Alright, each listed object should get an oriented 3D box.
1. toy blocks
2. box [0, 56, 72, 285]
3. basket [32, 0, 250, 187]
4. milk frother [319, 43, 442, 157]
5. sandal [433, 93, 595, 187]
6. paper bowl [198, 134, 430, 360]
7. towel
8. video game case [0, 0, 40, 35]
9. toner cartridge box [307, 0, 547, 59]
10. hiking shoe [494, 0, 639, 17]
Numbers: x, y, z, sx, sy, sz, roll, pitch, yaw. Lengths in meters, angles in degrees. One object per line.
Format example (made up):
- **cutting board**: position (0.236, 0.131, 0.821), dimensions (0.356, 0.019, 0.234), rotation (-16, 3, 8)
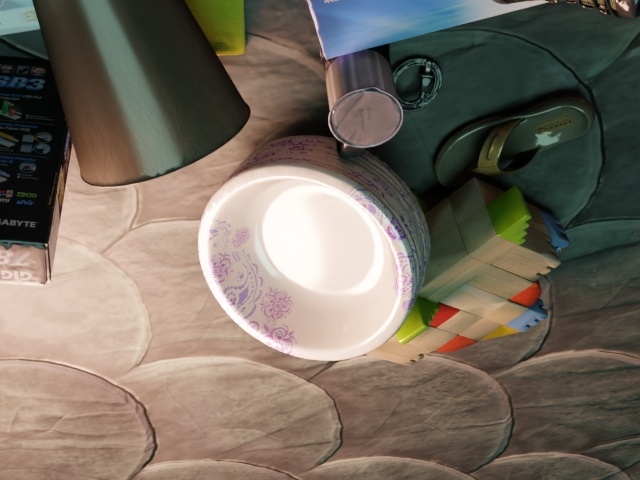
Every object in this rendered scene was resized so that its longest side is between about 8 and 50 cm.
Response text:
- **toy blocks**: position (0.206, 0.066, 1.395), dimensions (0.261, 0.190, 0.381), rotation (19, 133, -40)
- **box**: position (-0.423, -0.091, 1.061), dimensions (0.296, 0.293, 0.073), rotation (4, 135, -10)
- **basket**: position (-0.206, -0.198, 1.050), dimensions (0.204, 0.154, 0.226), rotation (-24, 124, -6)
- **milk frother**: position (0.077, -0.170, 1.141), dimensions (0.143, 0.134, 0.129), rotation (-7, 137, 2)
- **sandal**: position (0.245, -0.117, 1.263), dimensions (0.219, 0.060, 0.090), rotation (-17, 135, 21)
- **paper bowl**: position (0.000, 0.000, 1.260), dimensions (0.284, 0.148, 0.284), rotation (11, 123, 17)
- **towel**: position (-0.134, -0.298, 1.069), dimensions (0.102, 0.021, 0.237), rotation (-1, 137, -3)
- **video game case**: position (-0.390, -0.297, 1.002), dimensions (0.184, 0.023, 0.201), rotation (-10, 124, -3)
- **toner cartridge box**: position (0.148, -0.316, 1.038), dimensions (0.348, 0.075, 0.165), rotation (-14, 137, 8)
- **hiking shoe**: position (0.273, -0.266, 0.965), dimensions (0.227, 0.114, 0.086), rotation (-11, 136, 6)
